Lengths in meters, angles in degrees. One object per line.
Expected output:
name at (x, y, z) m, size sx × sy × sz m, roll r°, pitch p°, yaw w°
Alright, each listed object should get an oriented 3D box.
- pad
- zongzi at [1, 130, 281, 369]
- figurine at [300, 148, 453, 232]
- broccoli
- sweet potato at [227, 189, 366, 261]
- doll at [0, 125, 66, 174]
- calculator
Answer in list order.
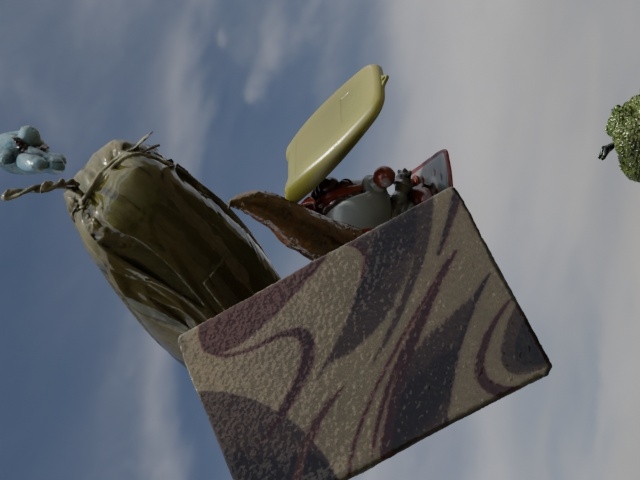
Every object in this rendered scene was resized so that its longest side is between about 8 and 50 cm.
pad at (0.034, 0.110, 1.191) m, size 0.220 × 0.330 × 0.004 m, roll 64°, pitch -173°, yaw 25°
zongzi at (-0.140, 0.073, 1.689) m, size 0.218 × 0.467 × 0.500 m, roll -47°, pitch -29°, yaw -8°
figurine at (0.067, -0.040, 1.836) m, size 0.183 × 0.226 × 0.160 m, roll 142°, pitch 123°, yaw -71°
broccoli at (0.416, -0.135, 1.509) m, size 0.120 × 0.130 × 0.131 m, roll -122°, pitch 50°, yaw -68°
sweet potato at (0.000, 0.000, 1.600) m, size 0.314 × 0.072 × 0.066 m, roll 22°, pitch -62°, yaw -44°
doll at (-0.440, -0.137, 1.835) m, size 0.120 × 0.179 × 0.075 m, roll 8°, pitch -91°, yaw -33°
calculator at (0.019, -0.163, 1.776) m, size 0.033 × 0.236 × 0.157 m, roll 33°, pitch -149°, yaw -23°
